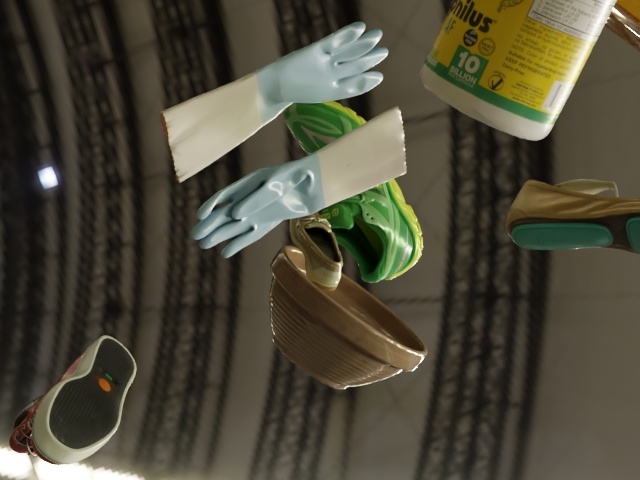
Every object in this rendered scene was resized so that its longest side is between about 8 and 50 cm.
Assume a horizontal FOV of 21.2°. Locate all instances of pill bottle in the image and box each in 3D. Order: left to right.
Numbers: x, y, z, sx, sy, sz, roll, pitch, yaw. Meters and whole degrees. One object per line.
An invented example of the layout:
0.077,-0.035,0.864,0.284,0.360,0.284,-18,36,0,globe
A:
0.173,-0.196,1.359,0.117,0.117,0.208,40,-69,42,pill bottle

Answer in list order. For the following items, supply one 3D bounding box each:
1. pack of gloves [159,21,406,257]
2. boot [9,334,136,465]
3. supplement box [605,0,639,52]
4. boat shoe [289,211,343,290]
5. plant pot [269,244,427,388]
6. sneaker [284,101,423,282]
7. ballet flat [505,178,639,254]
-0.035,-0.097,1.563,0.046,0.232,0.195,48,-24,40,pack of gloves
-0.321,0.229,2.034,0.176,0.244,0.088,-40,-80,21,boot
0.292,-0.303,1.546,0.191,0.194,0.129,38,1,6,supplement box
-0.002,0.000,2.205,0.153,0.056,0.048,-104,-148,-50,boat shoe
0.016,0.118,2.237,0.110,0.237,0.237,-55,-131,8,plant pot
0.039,-0.072,2.406,0.109,0.123,0.295,-22,-76,49,sneaker
0.295,-0.026,1.647,0.232,0.073,0.080,6,-32,19,ballet flat
